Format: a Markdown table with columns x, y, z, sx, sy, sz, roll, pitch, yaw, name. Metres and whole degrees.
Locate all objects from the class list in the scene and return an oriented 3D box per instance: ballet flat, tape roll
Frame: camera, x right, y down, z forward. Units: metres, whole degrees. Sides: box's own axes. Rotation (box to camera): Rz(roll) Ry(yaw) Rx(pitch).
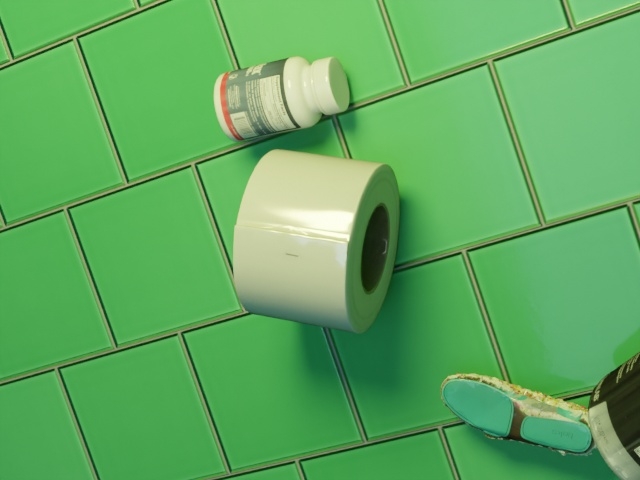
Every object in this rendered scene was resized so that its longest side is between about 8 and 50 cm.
| x | y | z | sx | sy | sz | roll | pitch | yaw | name |
| --- | --- | --- | --- | --- | --- | --- | --- | --- | --- |
| 0.293 | 0.251 | 1.883 | 0.241 | 0.077 | 0.091 | 20 | 107 | 18 | ballet flat |
| 0.000 | 0.000 | 1.850 | 0.169 | 0.246 | 0.246 | 9 | 105 | 18 | tape roll |

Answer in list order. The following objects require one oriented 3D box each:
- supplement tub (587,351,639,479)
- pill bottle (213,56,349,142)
| x | y | z | sx | sy | sz | roll | pitch | yaw | name |
| --- | --- | --- | --- | --- | --- | --- | --- | --- | --- |
| 0.515 | 0.191 | 1.681 | 0.193 | 0.193 | 0.316 | 48 | 132 | 5 | supplement tub |
| -0.055 | -0.211 | 1.898 | 0.180 | 0.108 | 0.108 | -10 | 98 | 22 | pill bottle |
